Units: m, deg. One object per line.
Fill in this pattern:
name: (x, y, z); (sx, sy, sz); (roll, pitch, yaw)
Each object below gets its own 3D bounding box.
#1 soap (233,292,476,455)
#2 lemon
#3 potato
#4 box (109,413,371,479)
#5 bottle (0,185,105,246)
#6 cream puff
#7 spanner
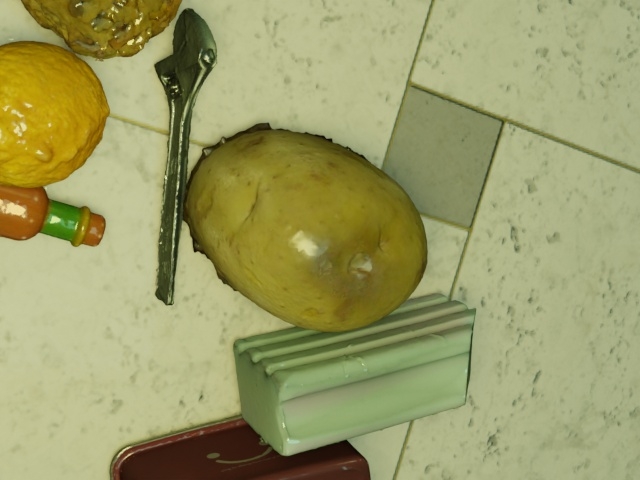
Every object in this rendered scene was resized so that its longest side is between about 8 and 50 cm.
soap: (0.056, 0.149, 1.139); (0.289, 0.173, 0.095); (-11, 104, -23)
lemon: (-0.286, -0.119, 0.950); (0.142, 0.187, 0.142); (7, 114, 16)
potato: (0.000, 0.000, 1.072); (0.285, 0.242, 0.242); (38, 83, -27)
box: (-0.080, 0.316, 1.110); (0.294, 0.167, 0.193); (-11, 104, -22)
bottle: (-0.313, -0.034, 1.005); (0.187, 0.069, 0.069); (16, 92, -24)
cream puff: (-0.219, -0.273, 0.976); (0.189, 0.129, 0.189); (-3, 97, -21)
spanner: (-0.154, -0.086, 1.064); (0.026, 0.093, 0.326); (-6, 108, -42)
